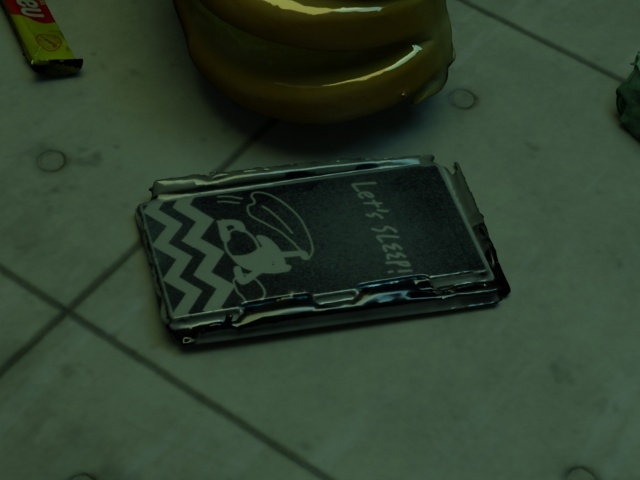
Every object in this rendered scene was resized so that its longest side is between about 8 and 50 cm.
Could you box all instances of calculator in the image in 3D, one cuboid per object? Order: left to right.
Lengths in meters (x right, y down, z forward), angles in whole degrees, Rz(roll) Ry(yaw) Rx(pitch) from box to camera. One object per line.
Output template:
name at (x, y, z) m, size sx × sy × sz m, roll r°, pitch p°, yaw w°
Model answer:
calculator at (0.000, 0.000, 1.250) m, size 0.274 × 0.028 × 0.165 m, roll -7°, pitch 47°, yaw -13°

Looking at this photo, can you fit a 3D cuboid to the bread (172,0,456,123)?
bread at (-0.037, -0.247, 1.315) m, size 0.211 × 0.270 × 0.315 m, roll -29°, pitch 52°, yaw -8°

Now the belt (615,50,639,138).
belt at (0.331, -0.124, 1.351) m, size 0.151 × 0.079 × 0.121 m, roll 22°, pitch 51°, yaw 14°

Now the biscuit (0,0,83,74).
biscuit at (-0.284, -0.246, 1.439) m, size 0.048 × 0.026 × 0.292 m, roll -4°, pitch 47°, yaw -34°
